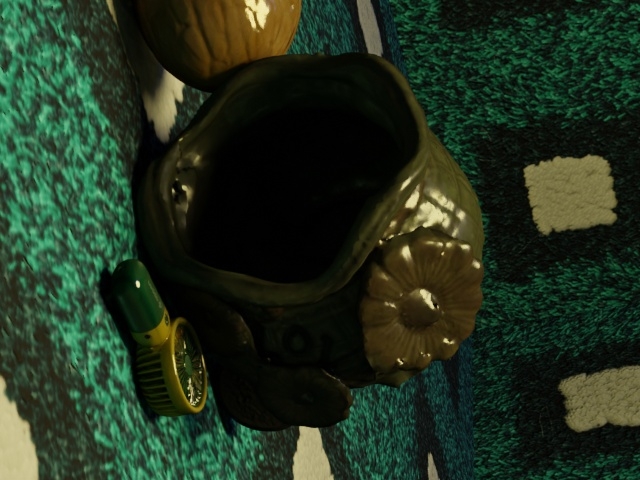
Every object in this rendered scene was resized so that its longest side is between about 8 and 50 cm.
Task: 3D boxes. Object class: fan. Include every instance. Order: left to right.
[{"bbox_3d":[-0.137,0.079,1.226,0.082,0.039,0.155,-84,159,-52],"label":"fan"}]

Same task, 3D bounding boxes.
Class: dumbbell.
[{"bbox_3d":[-0.041,0.115,1.509,0.191,0.100,0.100,-61,140,-71],"label":"dumbbell"}]

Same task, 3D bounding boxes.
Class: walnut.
[{"bbox_3d":[-0.098,-0.235,1.377,0.167,0.167,0.207,-10,89,-79],"label":"walnut"}]

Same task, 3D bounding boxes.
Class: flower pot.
[{"bbox_3d":[0.000,0.000,1.315,0.213,0.301,0.302,52,29,-50],"label":"flower pot"}]
